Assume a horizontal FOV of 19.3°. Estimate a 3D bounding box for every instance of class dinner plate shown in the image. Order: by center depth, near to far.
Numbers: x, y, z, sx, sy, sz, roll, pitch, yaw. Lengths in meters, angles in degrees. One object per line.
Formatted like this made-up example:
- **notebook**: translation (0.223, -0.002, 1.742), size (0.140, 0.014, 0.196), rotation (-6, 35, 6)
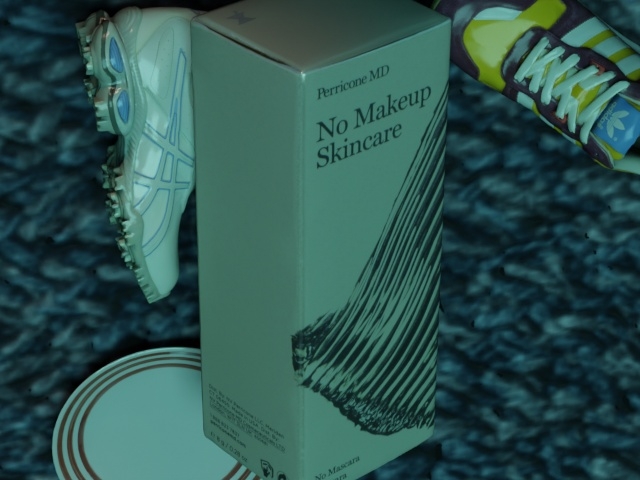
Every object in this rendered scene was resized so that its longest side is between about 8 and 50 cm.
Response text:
- **dinner plate**: translation (-0.095, 0.121, 1.157), size (0.141, 0.017, 0.141), rotation (-5, 120, -9)

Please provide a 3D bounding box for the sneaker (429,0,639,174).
- **sneaker**: translation (0.145, -0.088, 1.040), size (0.185, 0.084, 0.069), rotation (22, 114, -23)

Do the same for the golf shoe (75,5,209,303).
- **golf shoe**: translation (-0.080, -0.046, 1.034), size (0.086, 0.069, 0.176), rotation (-12, 123, -11)

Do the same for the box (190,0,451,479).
- **box**: translation (0.000, 0.000, 1.039), size (0.113, 0.094, 0.275), rotation (-25, 129, -33)
